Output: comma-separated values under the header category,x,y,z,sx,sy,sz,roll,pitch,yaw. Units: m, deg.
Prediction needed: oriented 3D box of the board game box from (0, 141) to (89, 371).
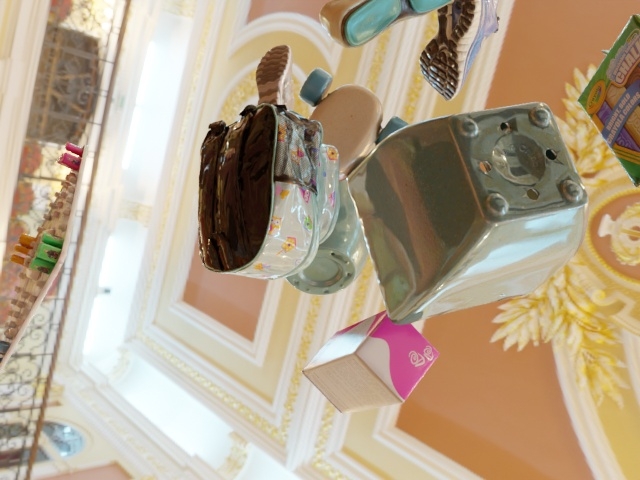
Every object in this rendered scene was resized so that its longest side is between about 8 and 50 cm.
category,x,y,z,sx,sy,sz,roll,pitch,yaw
board game box,-0.630,0.026,1.420,0.390,0.050,0.389,-50,-148,29

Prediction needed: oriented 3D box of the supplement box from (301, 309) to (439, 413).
category,x,y,z,sx,sy,sz,roll,pitch,yaw
supplement box,0.077,0.205,1.074,0.114,0.111,0.220,46,-29,-2

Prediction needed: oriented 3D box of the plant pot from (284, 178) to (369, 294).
category,x,y,z,sx,sy,sz,roll,pitch,yaw
plant pot,0.000,0.000,1.691,0.293,0.293,0.235,-39,-147,33

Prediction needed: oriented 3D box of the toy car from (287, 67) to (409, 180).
category,x,y,z,sx,sy,sz,roll,pitch,yaw
toy car,0.027,-0.187,1.321,0.219,0.238,0.210,31,-109,1

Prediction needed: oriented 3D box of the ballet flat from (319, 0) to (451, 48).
category,x,y,z,sx,sy,sz,roll,pitch,yaw
ballet flat,0.105,-0.358,0.940,0.086,0.249,0.086,49,-22,28

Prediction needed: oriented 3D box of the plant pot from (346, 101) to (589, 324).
category,x,y,z,sx,sy,sz,roll,pitch,yaw
plant pot,0.208,-0.054,0.870,0.252,0.247,0.247,119,-43,-67

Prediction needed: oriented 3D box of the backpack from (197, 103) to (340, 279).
category,x,y,z,sx,sy,sz,roll,pitch,yaw
backpack,-0.066,-0.044,0.763,0.166,0.145,0.188,-11,-114,45

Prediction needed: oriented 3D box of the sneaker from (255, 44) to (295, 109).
category,x,y,z,sx,sy,sz,roll,pitch,yaw
sneaker,-0.127,-0.438,1.899,0.105,0.115,0.281,4,-101,26

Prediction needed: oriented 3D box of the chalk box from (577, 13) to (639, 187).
category,x,y,z,sx,sy,sz,roll,pitch,yaw
chalk box,0.568,-0.242,1.053,0.179,0.181,0.288,111,-25,-46

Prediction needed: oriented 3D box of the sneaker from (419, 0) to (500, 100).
category,x,y,z,sx,sy,sz,roll,pitch,yaw
sneaker,0.321,-0.440,1.402,0.129,0.147,0.330,52,-23,21
